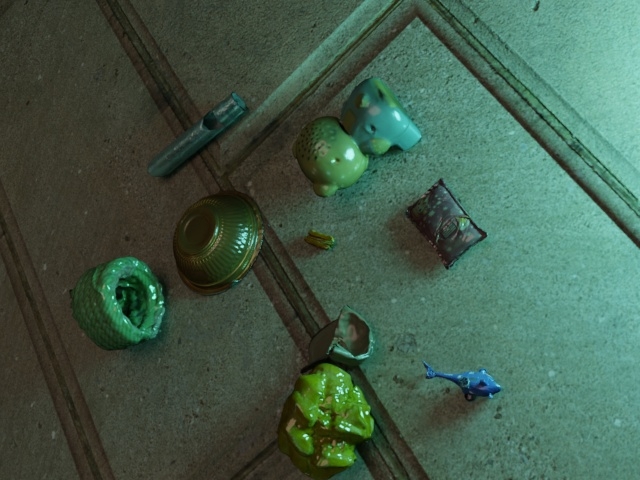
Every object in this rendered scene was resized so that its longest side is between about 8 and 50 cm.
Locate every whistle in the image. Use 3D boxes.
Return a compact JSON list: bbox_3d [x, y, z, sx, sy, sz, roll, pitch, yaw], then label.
[{"bbox_3d":[-0.320,-0.264,2.265,0.312,0.062,0.062,-36,56,18],"label":"whistle"}]

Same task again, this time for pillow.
[{"bbox_3d":[0.255,-0.034,1.798,0.118,0.043,0.185,-45,50,19],"label":"pillow"}]

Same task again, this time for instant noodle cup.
[{"bbox_3d":[-0.269,-0.009,2.114,0.273,0.090,0.274,-13,65,29],"label":"instant noodle cup"}]

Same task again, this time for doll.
[{"bbox_3d":[0.065,-0.221,1.924,0.260,0.161,0.177,-37,57,14],"label":"doll"}]

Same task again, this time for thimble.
[{"bbox_3d":[-0.485,0.156,2.127,0.150,0.219,0.219,-20,62,29],"label":"thimble"}]

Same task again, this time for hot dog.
[{"bbox_3d":[0.000,0.000,1.971,0.083,0.021,0.037,23,76,39],"label":"hot dog"}]

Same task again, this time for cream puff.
[{"bbox_3d":[0.015,0.358,1.732,0.194,0.194,0.221,17,86,37],"label":"cream puff"}]

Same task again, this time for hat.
[{"bbox_3d":[0.036,0.228,1.838,0.175,0.085,0.147,-42,18,38],"label":"hat"}]

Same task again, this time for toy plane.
[{"bbox_3d":[0.268,0.262,1.674,0.167,0.054,0.062,6,51,35],"label":"toy plane"}]
